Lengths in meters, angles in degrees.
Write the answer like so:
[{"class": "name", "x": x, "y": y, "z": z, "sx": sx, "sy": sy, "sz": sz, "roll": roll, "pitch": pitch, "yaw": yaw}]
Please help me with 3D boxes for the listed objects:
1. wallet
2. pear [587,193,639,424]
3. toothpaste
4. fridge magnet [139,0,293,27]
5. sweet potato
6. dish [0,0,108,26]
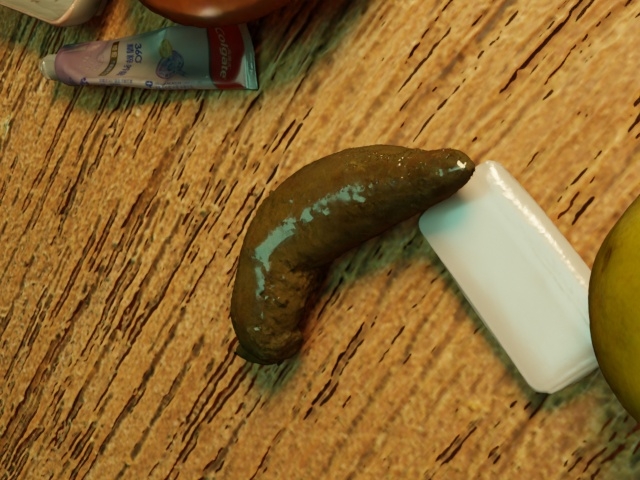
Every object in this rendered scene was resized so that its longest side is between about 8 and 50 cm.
[{"class": "wallet", "x": 0.157, "y": 0.025, "z": 0.555, "sx": 0.095, "sy": 0.033, "sz": 0.190, "roll": -43, "pitch": 69, "yaw": 21}, {"class": "pear", "x": 0.257, "y": 0.034, "z": 0.410, "sx": 0.200, "sy": 0.200, "sz": 0.199, "roll": -2, "pitch": 87, "yaw": 31}, {"class": "toothpaste", "x": -0.200, "y": -0.201, "z": 0.771, "sx": 0.301, "sy": 0.048, "sz": 0.075, "roll": 3, "pitch": 85, "yaw": 28}, {"class": "fridge magnet", "x": -0.071, "y": -0.374, "z": 0.637, "sx": 0.364, "sy": 0.155, "sz": 0.363, "roll": -1, "pitch": 87, "yaw": 31}, {"class": "sweet potato", "x": -0.003, "y": -0.001, "z": 0.614, "sx": 0.310, "sy": 0.098, "sz": 0.124, "roll": -45, "pitch": 66, "yaw": 25}, {"class": "dish", "x": -0.323, "y": -0.340, "z": 0.831, "sx": 0.212, "sy": 0.077, "sz": 0.151, "roll": 26, "pitch": 99, "yaw": 29}]
